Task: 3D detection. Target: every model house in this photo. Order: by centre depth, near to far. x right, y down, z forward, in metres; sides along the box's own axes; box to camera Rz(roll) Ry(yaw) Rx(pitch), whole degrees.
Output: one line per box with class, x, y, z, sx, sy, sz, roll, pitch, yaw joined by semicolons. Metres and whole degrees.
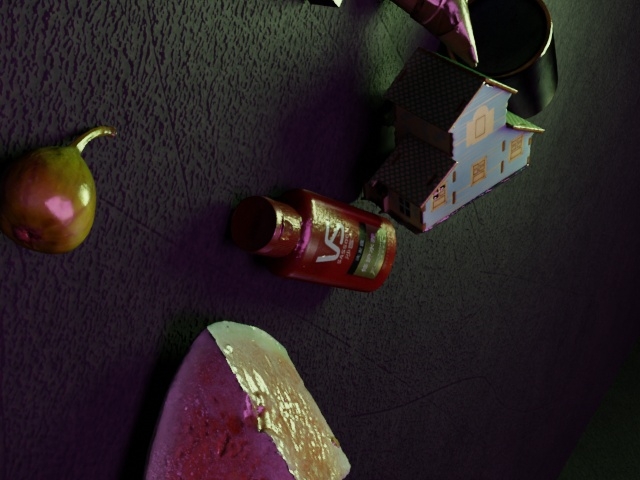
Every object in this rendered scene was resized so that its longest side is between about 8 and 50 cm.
model house;0.177;-0.169;1.227;0.271;0.178;0.207;-29;137;-22

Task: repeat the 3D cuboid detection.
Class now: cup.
cup;0.274;-0.282;1.414;0.177;0.239;0.166;39;30;-62

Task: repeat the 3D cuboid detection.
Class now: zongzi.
zongzi;0.185;-0.355;1.200;0.176;0.078;0.160;35;71;-15

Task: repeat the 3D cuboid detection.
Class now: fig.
fig;-0.242;-0.052;0.780;0.166;0.093;0.093;-97;-178;-59

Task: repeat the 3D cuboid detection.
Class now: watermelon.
watermelon;-0.079;0.235;1.021;0.213;0.201;0.262;6;95;-66

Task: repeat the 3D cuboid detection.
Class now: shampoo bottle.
shampoo bottle;0.001;0.000;1.147;0.314;0.076;0.118;16;94;-58

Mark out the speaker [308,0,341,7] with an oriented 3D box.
speaker;0.030;-0.379;1.045;0.040;0.046;0.191;37;72;-58
